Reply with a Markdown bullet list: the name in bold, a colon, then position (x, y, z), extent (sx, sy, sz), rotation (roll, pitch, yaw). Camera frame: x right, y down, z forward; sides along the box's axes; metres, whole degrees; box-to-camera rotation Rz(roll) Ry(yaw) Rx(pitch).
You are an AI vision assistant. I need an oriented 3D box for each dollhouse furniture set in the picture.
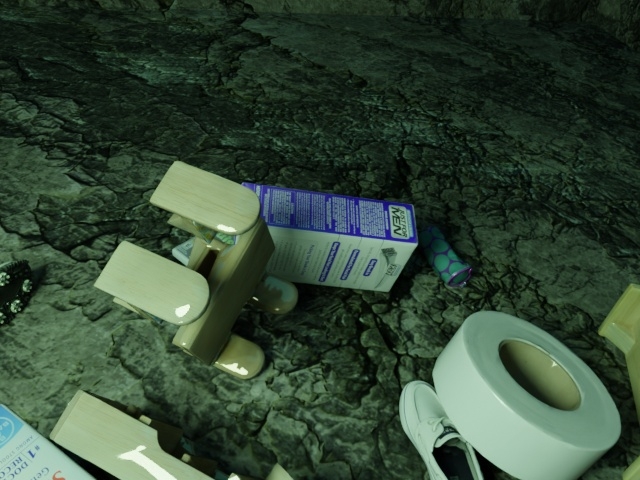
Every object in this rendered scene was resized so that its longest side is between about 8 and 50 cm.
- **dollhouse furniture set**: position (-0.141, 0.163, 0.802), extent (0.257, 0.362, 0.394), rotation (22, 69, 15)

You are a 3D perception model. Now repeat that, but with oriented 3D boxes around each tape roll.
- **tape roll**: position (0.334, 0.248, 0.906), extent (0.286, 0.100, 0.286), rotation (20, 29, -12)

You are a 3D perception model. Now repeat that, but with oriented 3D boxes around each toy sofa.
- **toy sofa**: position (0.627, 0.258, 0.971), extent (0.177, 0.150, 0.362), rotation (14, 41, 8)

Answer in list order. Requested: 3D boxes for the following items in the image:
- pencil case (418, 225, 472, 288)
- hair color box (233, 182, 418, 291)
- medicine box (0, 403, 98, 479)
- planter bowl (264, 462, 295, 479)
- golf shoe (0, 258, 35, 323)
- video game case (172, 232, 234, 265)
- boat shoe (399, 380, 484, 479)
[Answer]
- **pencil case**: position (0.274, 0.035, 1.227), extent (0.070, 0.064, 0.151), rotation (-22, 48, -10)
- **hair color box**: position (0.000, 0.000, 1.095), extent (0.339, 0.185, 0.110), rotation (8, 54, -9)
- **medicine box**: position (-0.379, 0.389, 0.639), extent (0.289, 0.149, 0.263), rotation (26, 44, 20)
- **planter bowl**: position (-0.037, 0.387, 0.714), extent (0.162, 0.162, 0.109), rotation (37, 70, 28)
- **golf shoe**: position (-0.618, 0.118, 0.946), extent (0.120, 0.105, 0.272), rotation (13, 40, 15)
- **video game case**: position (-0.187, 0.033, 1.178), extent (0.190, 0.022, 0.173), rotation (33, 46, 25)
- **boat shoe**: position (0.200, 0.321, 0.870), extent (0.095, 0.084, 0.258), rotation (-6, 43, -17)
